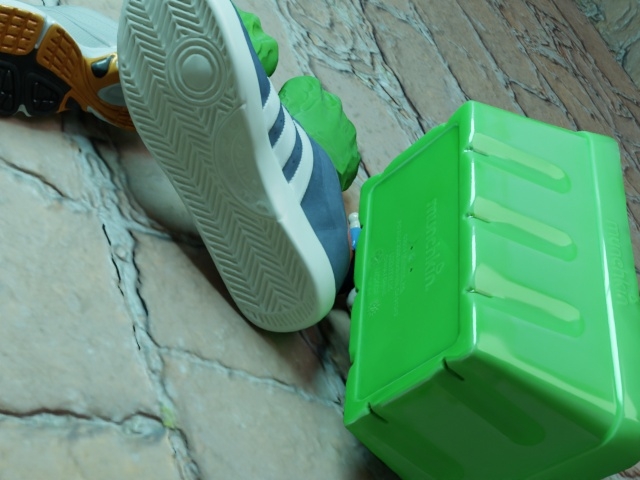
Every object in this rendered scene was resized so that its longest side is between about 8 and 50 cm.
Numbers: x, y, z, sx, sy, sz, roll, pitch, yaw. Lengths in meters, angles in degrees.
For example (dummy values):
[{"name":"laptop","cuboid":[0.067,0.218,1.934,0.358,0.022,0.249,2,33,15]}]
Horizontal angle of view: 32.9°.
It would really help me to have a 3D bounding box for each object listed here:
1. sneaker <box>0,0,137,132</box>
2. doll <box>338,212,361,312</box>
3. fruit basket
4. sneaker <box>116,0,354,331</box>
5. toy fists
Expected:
[{"name":"sneaker","cuboid":[-0.249,-0.174,0.985,0.262,0.099,0.121,13,27,-49]},{"name":"doll","cuboid":[0.000,0.000,1.126,0.189,0.046,0.129,51,44,5]},{"name":"fruit basket","cuboid":[0.207,0.101,1.048,0.392,0.283,0.392,24,47,-29]},{"name":"sneaker","cuboid":[-0.066,-0.095,1.000,0.148,0.131,0.350,-44,118,-57]},{"name":"toy fists","cuboid":[-0.065,-0.158,1.203,0.279,0.096,0.142,42,34,-11]}]
